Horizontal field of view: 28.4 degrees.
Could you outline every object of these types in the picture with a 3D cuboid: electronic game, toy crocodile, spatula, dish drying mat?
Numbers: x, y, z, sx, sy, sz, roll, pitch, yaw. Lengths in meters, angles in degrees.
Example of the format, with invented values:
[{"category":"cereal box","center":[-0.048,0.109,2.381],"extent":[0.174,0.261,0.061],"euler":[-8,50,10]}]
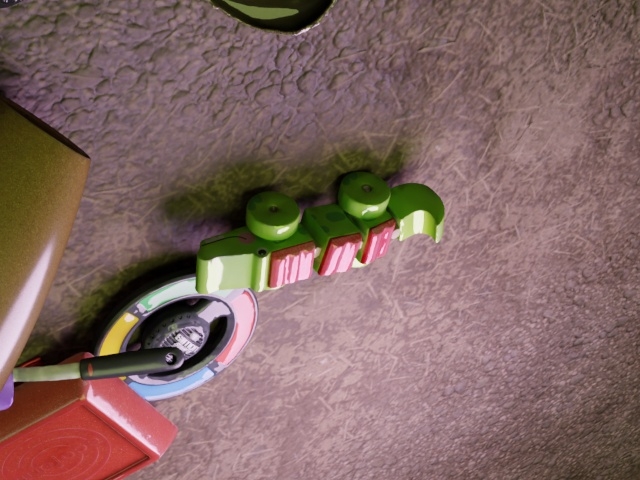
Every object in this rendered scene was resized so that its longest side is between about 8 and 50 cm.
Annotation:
[{"category":"electronic game","center":[-0.184,0.122,1.616],"extent":[0.229,0.048,0.229],"euler":[-20,139,-18]},{"category":"toy crocodile","center":[0.000,0.000,1.570],"extent":[0.340,0.105,0.115],"euler":[-15,138,-29]},{"category":"spatula","center":[-0.309,0.156,1.504],"extent":[0.296,0.030,0.084],"euler":[-5,94,-11]},{"category":"dish drying mat","center":[-0.378,0.171,1.556],"extent":[0.083,0.008,0.032],"euler":[-28,143,-10]}]

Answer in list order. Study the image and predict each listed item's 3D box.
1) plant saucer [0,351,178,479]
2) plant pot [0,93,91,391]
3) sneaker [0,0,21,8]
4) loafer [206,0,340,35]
[{"category":"plant saucer","center":[-0.342,0.272,1.628],"extent":[0.258,0.048,0.259],"euler":[-29,143,6]},{"category":"plant pot","center":[-0.348,-0.012,1.239],"extent":[0.254,0.237,0.237],"euler":[-55,140,1]},{"category":"sneaker","center":[-0.294,-0.278,1.096],"extent":[0.080,0.081,0.211],"euler":[-32,160,-6]},{"category":"loafer","center":[-0.114,-0.281,1.082],"extent":[0.134,0.130,0.366],"euler":[-42,128,20]}]
